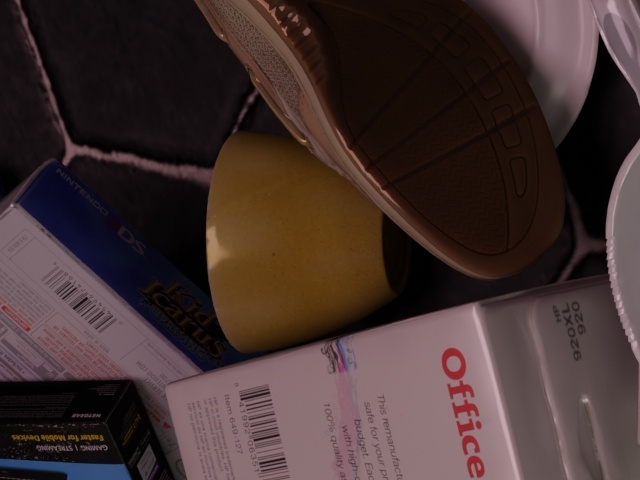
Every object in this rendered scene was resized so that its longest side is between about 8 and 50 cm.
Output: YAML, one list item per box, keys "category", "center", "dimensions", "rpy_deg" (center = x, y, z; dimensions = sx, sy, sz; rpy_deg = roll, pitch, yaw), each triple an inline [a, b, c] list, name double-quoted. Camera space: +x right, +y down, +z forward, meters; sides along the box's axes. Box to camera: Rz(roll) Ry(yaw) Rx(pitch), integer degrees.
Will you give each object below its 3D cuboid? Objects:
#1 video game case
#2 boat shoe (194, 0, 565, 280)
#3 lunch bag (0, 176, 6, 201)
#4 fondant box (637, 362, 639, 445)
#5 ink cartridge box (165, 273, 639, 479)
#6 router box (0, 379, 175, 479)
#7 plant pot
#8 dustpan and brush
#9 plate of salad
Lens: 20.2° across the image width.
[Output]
- category: "video game case"
  center: [-0.149, 0.107, 1.158]
  dimensions: [0.269, 0.061, 0.244]
  rpy_deg: [44, 129, -12]
- category: "boat shoe"
  center: [0.019, -0.094, 0.987]
  dimensions: [0.302, 0.109, 0.098]
  rpy_deg: [49, 163, 14]
- category: "lunch bag"
  center: [-0.337, 0.052, 1.384]
  dimensions: [0.221, 0.138, 0.293]
  rpy_deg: [10, 91, 42]
- category: "fondant box"
  center: [0.269, -0.050, 0.816]
  dimensions: [0.238, 0.096, 0.330]
  rpy_deg: [9, 106, 41]
- category: "ink cartridge box"
  center: [0.068, 0.125, 0.981]
  dimensions: [0.233, 0.168, 0.171]
  rpy_deg: [-16, 86, 42]
- category: "router box"
  center: [-0.179, 0.151, 1.133]
  dimensions: [0.179, 0.046, 0.133]
  rpy_deg: [-3, 124, 26]
- category: "plant pot"
  center: [0.000, 0.000, 1.065]
  dimensions: [0.095, 0.134, 0.134]
  rpy_deg: [-1, 96, 18]
- category: "dustpan and brush"
  center: [0.171, -0.028, 0.803]
  dimensions: [0.147, 0.060, 0.211]
  rpy_deg: [-24, 83, 43]
- category: "plate of salad"
  center: [0.075, -0.126, 1.019]
  dimensions: [0.200, 0.048, 0.199]
  rpy_deg: [11, 107, 37]
